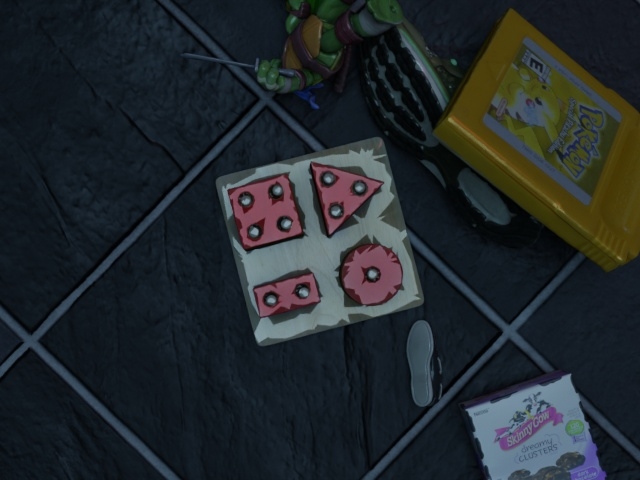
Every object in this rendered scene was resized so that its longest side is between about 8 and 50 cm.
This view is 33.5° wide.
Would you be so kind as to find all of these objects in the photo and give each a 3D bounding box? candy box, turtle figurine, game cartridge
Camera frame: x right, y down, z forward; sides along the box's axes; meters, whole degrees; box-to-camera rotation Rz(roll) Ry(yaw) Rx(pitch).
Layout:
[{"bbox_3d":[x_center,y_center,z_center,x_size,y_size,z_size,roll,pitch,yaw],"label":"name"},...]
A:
[{"bbox_3d":[0.310,0.305,1.540,0.165,0.070,0.196,-19,89,-1],"label":"candy box"},{"bbox_3d":[-0.035,-0.307,1.450,0.266,0.198,0.274,-28,109,39],"label":"turtle figurine"},{"bbox_3d":[0.334,-0.142,1.472,0.324,0.052,0.285,36,50,-6],"label":"game cartridge"}]

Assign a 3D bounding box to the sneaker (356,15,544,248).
[{"bbox_3d":[0.213,-0.186,1.548,0.182,0.158,0.410,-36,87,-33],"label":"sneaker"}]

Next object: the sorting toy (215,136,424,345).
[{"bbox_3d":[0.000,0.000,1.536,0.255,0.089,0.257,-14,88,-2],"label":"sorting toy"}]

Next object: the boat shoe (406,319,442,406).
[{"bbox_3d":[0.156,0.180,1.559,0.046,0.038,0.125,-11,81,40],"label":"boat shoe"}]

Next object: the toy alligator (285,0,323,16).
[{"bbox_3d":[-0.035,-0.372,1.571,0.190,0.056,0.051,25,43,7],"label":"toy alligator"}]
